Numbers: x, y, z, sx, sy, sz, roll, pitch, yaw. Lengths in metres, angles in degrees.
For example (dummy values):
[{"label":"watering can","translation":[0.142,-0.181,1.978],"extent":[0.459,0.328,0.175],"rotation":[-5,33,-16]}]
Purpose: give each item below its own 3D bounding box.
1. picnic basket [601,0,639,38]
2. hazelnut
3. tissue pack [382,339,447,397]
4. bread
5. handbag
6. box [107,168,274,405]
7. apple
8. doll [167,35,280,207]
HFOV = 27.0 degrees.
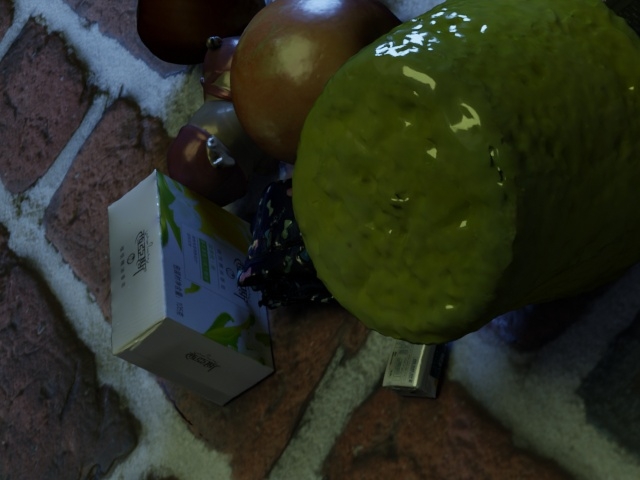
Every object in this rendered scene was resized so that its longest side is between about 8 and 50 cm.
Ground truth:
[{"label":"picnic basket","translation":[0.312,-0.265,1.495],"extent":[0.267,0.139,0.165],"rotation":[-39,42,25]},{"label":"hazelnut","translation":[-0.186,-0.372,2.103],"extent":[0.208,0.208,0.208],"rotation":[-27,48,34]},{"label":"tissue pack","translation":[0.110,0.136,1.529],"extent":[0.062,0.042,0.083],"rotation":[-4,63,45]},{"label":"bread","translation":[0.153,-0.067,1.334],"extent":[0.348,0.348,0.308],"rotation":[-7,17,45]},{"label":"handbag","translation":[0.000,0.000,1.687],"extent":[0.260,0.113,0.162],"rotation":[-11,53,44]},{"label":"box","translation":[-0.175,0.062,1.770],"extent":[0.111,0.194,0.260],"rotation":[-37,44,26]},{"label":"apple","translation":[0.017,-0.205,1.692],"extent":[0.253,0.253,0.253],"rotation":[-27,48,34]},{"label":"doll","translation":[-0.123,-0.161,1.902],"extent":[0.152,0.196,0.256],"rotation":[19,73,14]}]
